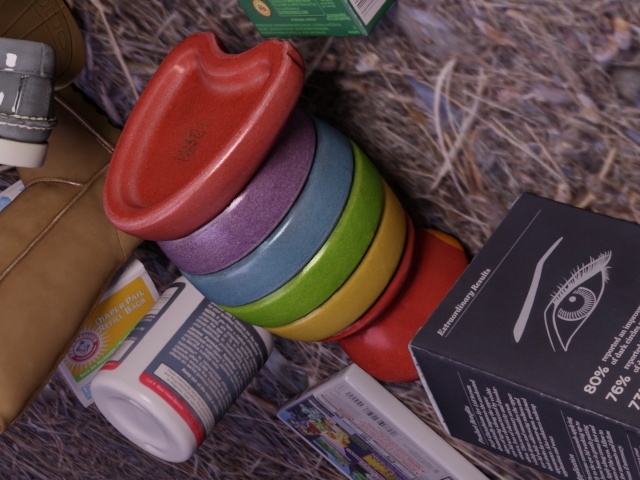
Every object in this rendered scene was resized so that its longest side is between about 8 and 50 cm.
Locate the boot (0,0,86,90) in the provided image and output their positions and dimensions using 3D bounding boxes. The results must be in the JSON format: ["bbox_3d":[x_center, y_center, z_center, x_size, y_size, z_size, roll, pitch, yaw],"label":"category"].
[{"bbox_3d":[-0.286,-0.176,1.581,0.213,0.077,0.165,39,156,4],"label":"boot"}]

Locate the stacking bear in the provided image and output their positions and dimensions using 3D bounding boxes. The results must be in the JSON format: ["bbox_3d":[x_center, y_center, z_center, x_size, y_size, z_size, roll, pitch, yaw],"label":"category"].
[{"bbox_3d":[0.000,0.000,1.385,0.289,0.164,0.175,38,168,-31],"label":"stacking bear"}]

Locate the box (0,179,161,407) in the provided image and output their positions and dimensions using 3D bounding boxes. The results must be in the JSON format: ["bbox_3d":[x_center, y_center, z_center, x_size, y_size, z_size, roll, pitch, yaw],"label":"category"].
[{"bbox_3d":[-0.233,0.039,1.744,0.203,0.114,0.103,41,162,44],"label":"box"}]

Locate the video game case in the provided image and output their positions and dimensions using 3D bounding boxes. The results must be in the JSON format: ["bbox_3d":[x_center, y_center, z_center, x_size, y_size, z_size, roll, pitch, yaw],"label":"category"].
[{"bbox_3d":[0.068,0.203,1.789,0.201,0.023,0.183,41,154,-6],"label":"video game case"}]

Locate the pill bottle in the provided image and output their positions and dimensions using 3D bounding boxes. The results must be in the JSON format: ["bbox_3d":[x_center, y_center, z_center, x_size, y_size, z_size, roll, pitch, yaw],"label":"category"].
[{"bbox_3d":[-0.104,0.092,1.651,0.108,0.180,0.108,31,153,17],"label":"pill bottle"}]

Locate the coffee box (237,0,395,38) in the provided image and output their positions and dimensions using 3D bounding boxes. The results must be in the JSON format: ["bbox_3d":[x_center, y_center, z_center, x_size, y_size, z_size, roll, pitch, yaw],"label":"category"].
[{"bbox_3d":[-0.039,-0.211,1.238,0.113,0.040,0.184,5,139,49],"label":"coffee box"}]

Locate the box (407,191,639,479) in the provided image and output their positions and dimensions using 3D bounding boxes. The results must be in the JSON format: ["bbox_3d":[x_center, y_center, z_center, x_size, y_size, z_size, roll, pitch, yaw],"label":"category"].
[{"bbox_3d":[0.190,0.076,1.277,0.207,0.153,0.108,19,149,37],"label":"box"}]

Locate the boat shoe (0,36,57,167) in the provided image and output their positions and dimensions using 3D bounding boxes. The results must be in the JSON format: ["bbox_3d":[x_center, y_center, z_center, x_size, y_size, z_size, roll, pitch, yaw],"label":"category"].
[{"bbox_3d":[-0.307,-0.150,1.487,0.116,0.099,0.319,4,-161,-45],"label":"boat shoe"}]

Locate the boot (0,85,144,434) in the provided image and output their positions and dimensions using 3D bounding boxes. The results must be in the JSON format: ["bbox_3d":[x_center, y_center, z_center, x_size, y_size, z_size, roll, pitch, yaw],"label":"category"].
[{"bbox_3d":[-0.274,-0.008,1.609,0.236,0.269,0.089,35,154,9],"label":"boot"}]
